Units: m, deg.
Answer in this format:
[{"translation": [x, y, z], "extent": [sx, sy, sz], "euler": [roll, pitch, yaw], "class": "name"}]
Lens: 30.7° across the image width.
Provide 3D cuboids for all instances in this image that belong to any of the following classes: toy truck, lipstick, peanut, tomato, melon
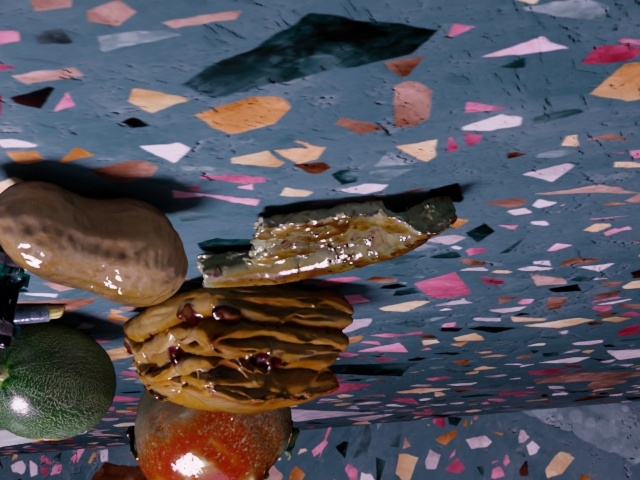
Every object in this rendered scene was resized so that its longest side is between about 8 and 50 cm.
[{"translation": [-0.443, 0.057, 1.363], "extent": [0.116, 0.110, 0.216], "euler": [3, 168, 25], "class": "toy truck"}, {"translation": [-0.425, 0.108, 1.677], "extent": [0.116, 0.037, 0.037], "euler": [-3, 165, -11], "class": "lipstick"}, {"translation": [-0.233, -0.002, 1.190], "extent": [0.120, 0.110, 0.236], "euler": [12, 171, 44], "class": "peanut"}, {"translation": [-0.204, 0.338, 2.088], "extent": [0.239, 0.303, 0.303], "euler": [38, 146, -23], "class": "tomato"}, {"translation": [-0.421, 0.212, 1.775], "extent": [0.182, 0.182, 0.288], "euler": [-7, 163, 15], "class": "melon"}]

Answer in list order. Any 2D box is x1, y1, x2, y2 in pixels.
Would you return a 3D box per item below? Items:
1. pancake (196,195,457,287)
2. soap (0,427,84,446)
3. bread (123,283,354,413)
[{"translation": [0.001, 0.005, 1.344], "extent": [0.197, 0.054, 0.377], "euler": [13, 157, -43], "class": "pancake"}, {"translation": [-0.512, 0.278, 2.059], "extent": [0.261, 0.150, 0.094], "euler": [-14, 166, 36], "class": "soap"}, {"translation": [-0.123, 0.169, 1.696], "extent": [0.278, 0.167, 0.324], "euler": [7, 160, -32], "class": "bread"}]
